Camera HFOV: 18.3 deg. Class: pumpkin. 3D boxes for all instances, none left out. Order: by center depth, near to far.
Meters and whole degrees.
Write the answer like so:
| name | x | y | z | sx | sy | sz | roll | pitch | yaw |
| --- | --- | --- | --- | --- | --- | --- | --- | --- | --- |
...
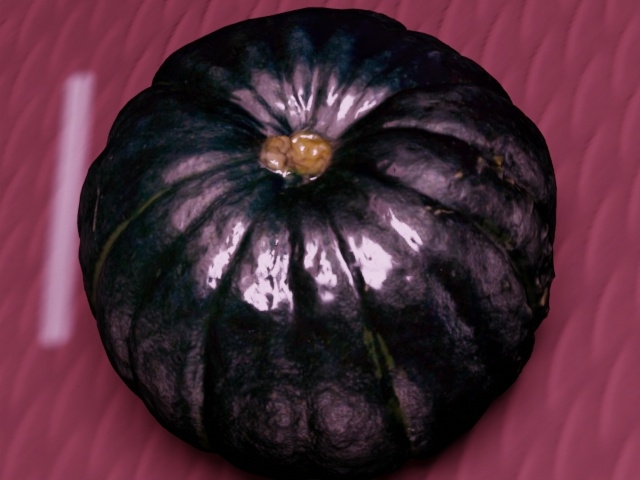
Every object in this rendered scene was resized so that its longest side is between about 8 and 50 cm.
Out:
| name | x | y | z | sx | sy | sz | roll | pitch | yaw |
| --- | --- | --- | --- | --- | --- | --- | --- | --- | --- |
| pumpkin | 0.000 | 0.000 | 0.885 | 0.221 | 0.162 | 0.220 | -3 | 59 | 6 |
